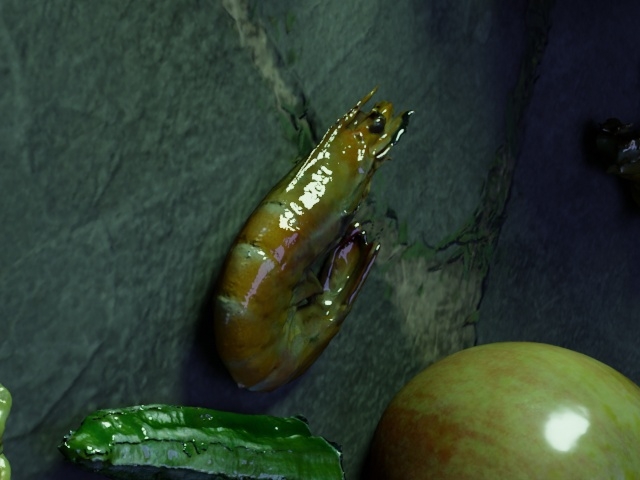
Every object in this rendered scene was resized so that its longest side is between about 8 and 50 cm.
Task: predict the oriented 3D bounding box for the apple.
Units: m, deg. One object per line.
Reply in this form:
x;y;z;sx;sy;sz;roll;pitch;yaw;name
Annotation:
0.158;0.208;1.171;0.257;0.234;0.257;-18;114;-48;apple

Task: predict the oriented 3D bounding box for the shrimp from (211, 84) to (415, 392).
0.000;0.000;1.075;0.248;0.068;0.150;-59;149;-17;shrimp

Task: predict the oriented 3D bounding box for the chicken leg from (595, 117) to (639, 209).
0.337;-0.064;1.455;0.228;0.088;0.103;5;115;-46;chicken leg

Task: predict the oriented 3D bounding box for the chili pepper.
-0.082;0.145;0.990;0.227;0.088;0.059;13;106;-47;chili pepper

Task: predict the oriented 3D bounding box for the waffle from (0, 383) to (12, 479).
-0.252;0.168;0.802;0.223;0.054;0.204;-9;104;-52;waffle
